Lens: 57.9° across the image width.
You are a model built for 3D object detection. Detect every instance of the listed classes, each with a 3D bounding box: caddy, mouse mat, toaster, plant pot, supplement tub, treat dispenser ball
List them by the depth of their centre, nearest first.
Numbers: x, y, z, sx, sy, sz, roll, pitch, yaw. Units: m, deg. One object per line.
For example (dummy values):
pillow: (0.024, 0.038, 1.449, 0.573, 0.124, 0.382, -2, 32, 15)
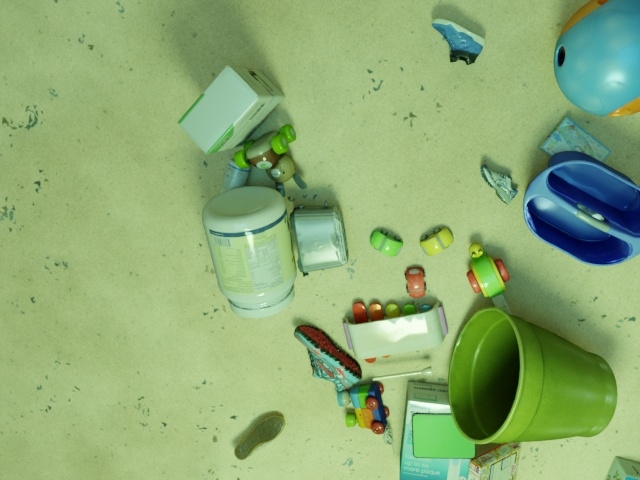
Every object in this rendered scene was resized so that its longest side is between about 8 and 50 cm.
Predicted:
treat dispenser ball: (0.706, -0.440, 1.373, 0.287, 0.288, 0.289, 2, 106, 8)
caddy: (0.697, -0.080, 1.517, 0.341, 0.179, 0.241, 28, 118, 0)
plant pot: (0.601, 0.401, 1.610, 0.352, 0.366, 0.367, 14, 108, -13)
supplement tub: (-0.194, 0.033, 1.656, 0.235, 0.235, 0.325, -3, 120, 9)
toaster: (0.000, 0.000, 1.692, 0.146, 0.129, 0.227, -7, 104, 8)
supplement tub: (-0.251, -0.182, 1.707, 0.070, 0.071, 0.107, 22, 109, 2)
mouse mat: (0.370, 0.588, 1.736, 0.189, 0.007, 0.153, -2, 105, 9)

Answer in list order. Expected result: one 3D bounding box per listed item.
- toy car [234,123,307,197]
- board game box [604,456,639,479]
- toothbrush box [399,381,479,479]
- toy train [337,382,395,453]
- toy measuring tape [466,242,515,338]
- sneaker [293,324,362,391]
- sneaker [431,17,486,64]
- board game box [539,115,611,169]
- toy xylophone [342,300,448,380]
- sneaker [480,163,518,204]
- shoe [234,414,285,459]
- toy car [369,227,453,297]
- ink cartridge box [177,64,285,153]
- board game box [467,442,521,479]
toy car: (-0.124, -0.208, 1.653, 0.154, 0.149, 0.189, -18, 115, 25)
board game box: (0.989, 0.851, 1.802, 0.223, 0.097, 0.304, 13, 107, 4)
toothbrush box: (0.366, 0.609, 1.812, 0.216, 0.126, 0.296, 6, 105, 6)
toy train: (0.145, 0.581, 1.856, 0.143, 0.105, 0.248, -8, 105, 22)
toy measuring tape: (0.507, 0.158, 1.667, 0.121, 0.121, 0.330, -24, 101, 14)
sneaker: (0.002, 0.379, 1.814, 0.262, 0.104, 0.125, 43, 109, -4)
sneaker: (0.350, -0.518, 1.525, 0.152, 0.058, 0.085, 24, 100, -6)
board game box: (0.688, -0.248, 1.567, 0.154, 0.026, 0.103, 37, 108, -3)
toy xylophone: (0.229, 0.302, 1.767, 0.322, 0.081, 0.237, -4, 105, 10)
sneaker: (0.499, -0.167, 1.614, 0.058, 0.052, 0.135, -41, 104, 7)
shoe: (-0.201, 0.657, 1.954, 0.219, 0.058, 0.077, -40, 77, 13)
toy car: (0.249, 0.041, 1.703, 0.224, 0.053, 0.239, 25, 108, 1)
ink cartridge box: (-0.228, -0.351, 1.548, 0.117, 0.278, 0.201, 46, 107, -2)
board game box: (0.537, 0.723, 1.799, 0.193, 0.045, 0.147, -8, 109, -34)
